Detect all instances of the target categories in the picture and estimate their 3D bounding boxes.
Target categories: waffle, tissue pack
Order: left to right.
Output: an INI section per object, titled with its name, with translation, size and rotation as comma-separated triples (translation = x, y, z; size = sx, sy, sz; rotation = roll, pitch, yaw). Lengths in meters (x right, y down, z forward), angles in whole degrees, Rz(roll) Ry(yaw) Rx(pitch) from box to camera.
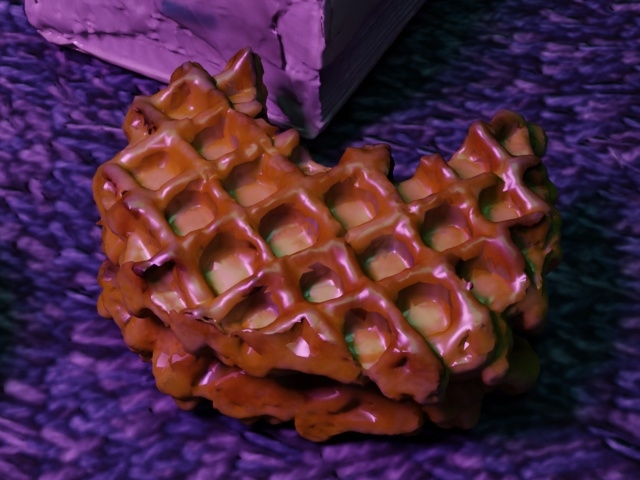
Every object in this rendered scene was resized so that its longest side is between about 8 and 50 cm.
[tissue pack]
translation = -0.037, -0.297, 1.152
size = 0.297, 0.207, 0.380
rotation = 20, 51, 18
[waffle]
translation = 0.000, 0.000, 0.931
size = 0.324, 0.151, 0.261
rotation = 12, 46, 12
